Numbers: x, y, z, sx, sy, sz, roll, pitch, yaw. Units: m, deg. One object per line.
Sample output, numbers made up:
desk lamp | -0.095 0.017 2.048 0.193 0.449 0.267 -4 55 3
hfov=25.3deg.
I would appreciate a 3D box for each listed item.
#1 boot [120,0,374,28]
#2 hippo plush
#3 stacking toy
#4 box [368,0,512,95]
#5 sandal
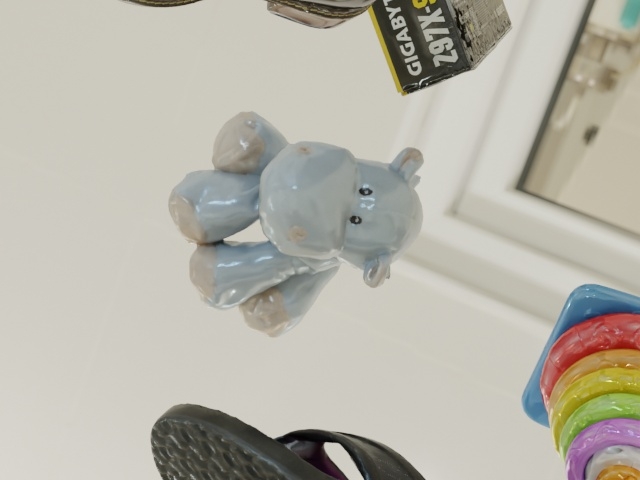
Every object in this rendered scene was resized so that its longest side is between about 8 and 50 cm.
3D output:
boot | -0.043 -0.171 0.769 0.219 0.082 0.106 3 171 -32
hippo plush | 0.000 0.000 1.516 0.294 0.234 0.236 19 177 -24
stacking toy | 0.274 0.188 1.295 0.165 0.175 0.302 21 -152 2
box | 0.094 -0.293 1.376 0.079 0.257 0.322 -20 -170 18
sandal | 0.060 0.256 1.214 0.445 0.167 0.107 26 -136 12
